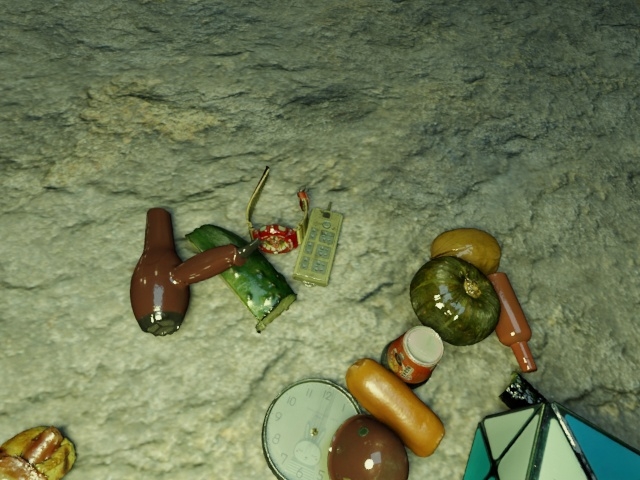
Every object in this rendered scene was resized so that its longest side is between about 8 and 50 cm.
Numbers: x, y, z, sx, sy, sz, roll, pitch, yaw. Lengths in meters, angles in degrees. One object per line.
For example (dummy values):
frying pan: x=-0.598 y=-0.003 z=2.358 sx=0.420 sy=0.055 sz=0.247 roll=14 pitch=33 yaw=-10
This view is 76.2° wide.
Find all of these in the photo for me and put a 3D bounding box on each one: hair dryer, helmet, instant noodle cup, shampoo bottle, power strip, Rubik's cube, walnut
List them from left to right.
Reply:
hair dryer: x=-0.268 y=0.021 z=0.892 sx=0.340 sy=0.123 sz=0.313 roll=-22 pitch=58 yaw=20
power strip: x=0.000 y=0.000 z=1.083 sx=0.092 sy=0.034 sz=0.268 roll=15 pitch=57 yaw=0
helmet: x=0.108 y=0.419 z=0.754 sx=0.155 sy=0.106 sz=0.175 roll=-30 pitch=98 yaw=-34
instant noodle cup: x=0.205 y=0.252 z=0.896 sx=0.127 sy=0.136 sz=0.127 roll=4 pitch=57 yaw=-6
walnut: x=0.404 y=0.023 z=1.106 sx=0.211 sy=0.087 sz=0.167 roll=-11 pitch=56 yaw=-16
shampoo bottle: x=0.465 y=0.201 z=1.008 sx=0.085 sy=0.085 sz=0.244 roll=-6 pitch=61 yaw=-13
Rubik's cube: x=0.420 y=0.469 z=0.729 sx=0.249 sy=0.248 sz=0.246 roll=29 pitch=57 yaw=8

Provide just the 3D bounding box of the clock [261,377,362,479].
clock: x=-0.012 y=0.389 z=0.829 sx=0.214 sy=0.042 sz=0.215 roll=4 pitch=57 yaw=-7

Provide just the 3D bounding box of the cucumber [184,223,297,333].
cucumber: x=-0.198 y=0.055 z=0.979 sx=0.145 sy=0.105 sz=0.325 roll=-37 pitch=67 yaw=-27

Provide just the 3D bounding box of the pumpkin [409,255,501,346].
pumpkin: x=0.317 y=0.143 z=0.974 sx=0.223 sy=0.157 sz=0.224 roll=14 pitch=50 yaw=-17

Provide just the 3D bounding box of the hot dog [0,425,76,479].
hot dog: x=-0.525 y=0.419 z=0.687 sx=0.146 sy=0.103 sz=0.213 roll=21 pitch=56 yaw=5

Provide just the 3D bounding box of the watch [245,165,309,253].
watch: x=-0.108 y=-0.089 z=1.090 sx=0.164 sy=0.102 sz=0.269 roll=7 pitch=53 yaw=6

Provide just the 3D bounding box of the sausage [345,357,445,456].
sausage: x=0.155 y=0.343 z=0.858 sx=0.238 sy=0.098 sz=0.098 roll=41 pitch=60 yaw=14

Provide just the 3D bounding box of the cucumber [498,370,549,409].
cucumber: x=0.528 y=0.417 z=0.883 sx=0.303 sy=0.072 sz=0.081 roll=41 pitch=60 yaw=16
